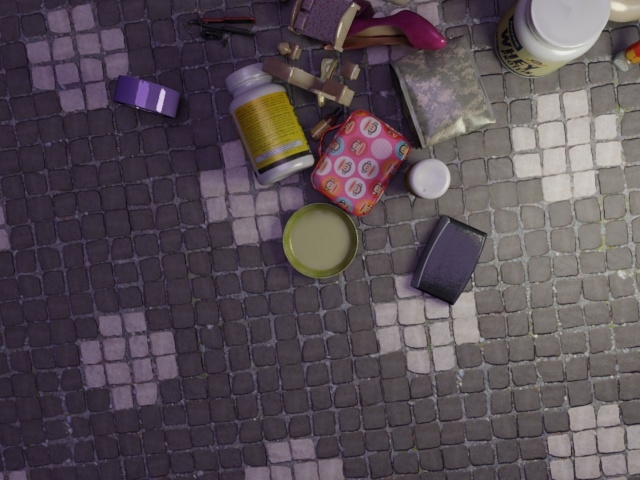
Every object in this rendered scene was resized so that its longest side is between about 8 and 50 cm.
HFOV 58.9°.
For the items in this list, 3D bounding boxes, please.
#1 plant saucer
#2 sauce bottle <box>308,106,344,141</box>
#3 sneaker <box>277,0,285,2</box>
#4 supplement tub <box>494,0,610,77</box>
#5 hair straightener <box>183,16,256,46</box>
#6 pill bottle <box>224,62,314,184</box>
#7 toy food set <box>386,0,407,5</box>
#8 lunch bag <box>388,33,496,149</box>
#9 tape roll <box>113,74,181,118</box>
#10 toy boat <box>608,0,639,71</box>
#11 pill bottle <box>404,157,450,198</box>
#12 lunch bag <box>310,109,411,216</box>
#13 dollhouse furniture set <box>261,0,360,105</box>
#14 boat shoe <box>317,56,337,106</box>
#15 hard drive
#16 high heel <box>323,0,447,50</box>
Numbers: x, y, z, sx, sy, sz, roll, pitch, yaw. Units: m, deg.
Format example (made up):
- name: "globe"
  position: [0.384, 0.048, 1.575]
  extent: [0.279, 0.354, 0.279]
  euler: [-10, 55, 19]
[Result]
- name: "plant saucer"
  position: [0.000, 0.000, 1.816]
  extent: [0.240, 0.037, 0.241]
  euler: [0, 94, 3]
- name: "sauce bottle"
  position: [0.020, -0.366, 1.783]
  extent: [0.128, 0.042, 0.042]
  euler: [-41, 91, 4]
- name: "sneaker"
  position: [-0.050, -0.873, 1.682]
  extent: [0.180, 0.124, 0.321]
  euler: [11, 96, 22]
- name: "supplement tub"
  position: [0.639, -0.600, 1.585]
  extent: [0.235, 0.325, 0.236]
  euler: [0, 95, 4]
- name: "hair straightener"
  position: [-0.317, -0.654, 1.774]
  extent: [0.230, 0.047, 0.089]
  euler: [4, 95, 3]
- name: "pill bottle"
  position: [-0.162, -0.352, 1.720]
  extent: [0.187, 0.188, 0.334]
  euler: [-22, 94, 5]
- name: "toy food set"
  position: [0.200, -0.894, 1.715]
  extent: [0.219, 0.092, 0.306]
  euler: [15, 97, -10]
- name: "lunch bag"
  position: [0.355, -0.443, 1.695]
  extent: [0.235, 0.169, 0.287]
  euler: [-19, 98, 5]
- name: "tape roll"
  position: [-0.529, -0.437, 1.734]
  extent: [0.188, 0.189, 0.080]
  euler: [16, 94, 2]
- name: "toy boat"
  position: [0.903, -0.669, 1.670]
  extent: [0.267, 0.148, 0.319]
  euler: [-6, 87, -1]
- name: "pill bottle"
  position: [0.314, -0.183, 1.693]
  extent: [0.117, 0.215, 0.117]
  euler: [0, 95, 3]
- name: "lunch bag"
  position: [0.106, -0.245, 1.748]
  extent: [0.258, 0.120, 0.293]
  euler: [36, 96, 0]
- name: "dollhouse furniture set"
  position: [-0.002, -0.610, 1.619]
  extent: [0.303, 0.173, 0.356]
  euler: [32, 107, 33]
- name: "boat shoe"
  position: [0.020, -0.491, 1.766]
  extent: [0.048, 0.056, 0.153]
  euler: [8, 88, 7]
- name: "hard drive"
  position: [0.408, 0.064, 1.789]
  extent: [0.171, 0.054, 0.255]
  euler: [24, 96, 1]
- name: "high heel"
  position: [0.182, -0.580, 1.659]
  extent: [0.377, 0.127, 0.181]
  euler: [34, 89, 38]
